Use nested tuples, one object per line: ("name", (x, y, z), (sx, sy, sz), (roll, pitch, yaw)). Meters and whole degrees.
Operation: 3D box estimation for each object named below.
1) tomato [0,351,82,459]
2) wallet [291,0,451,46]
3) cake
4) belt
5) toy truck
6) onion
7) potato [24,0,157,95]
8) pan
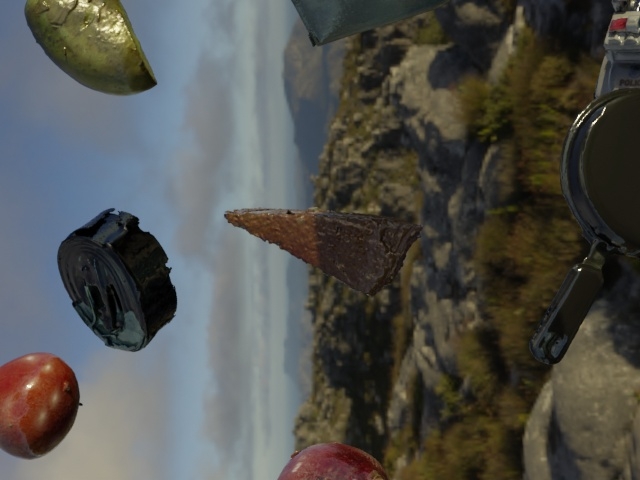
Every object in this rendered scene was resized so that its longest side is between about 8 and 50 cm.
("tomato", (-0.469, 0.268, 1.296), (0.167, 0.167, 0.168), (180, 90, -86))
("wallet", (0.058, -0.419, 1.256), (0.290, 0.251, 0.054), (41, -140, -61))
("cake", (0.000, 0.000, 1.179), (0.116, 0.295, 0.113), (-8, -70, -65))
("belt", (-0.190, 0.040, 0.751), (0.058, 0.105, 0.140), (-47, -44, -45))
("toy truck", (0.442, -0.265, 1.069), (0.177, 0.161, 0.213), (37, -110, -48))
("onion", (0.029, 0.334, 1.039), (0.195, 0.159, 0.160), (-33, 50, 46))
("potato", (-0.429, -0.385, 1.544), (0.176, 0.298, 0.141), (-50, -2, 2))
("pan", (0.226, -0.010, 0.615), (0.235, 0.136, 0.028), (-60, 5, -7))
